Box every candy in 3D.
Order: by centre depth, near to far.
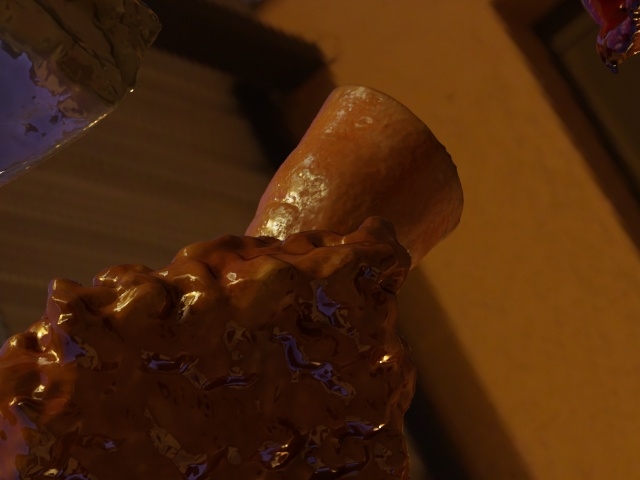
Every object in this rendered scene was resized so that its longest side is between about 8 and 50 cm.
[{"bbox_3d":[-0.204,-0.115,0.885,0.185,0.195,0.137,52,-150,-20],"label":"candy"}]

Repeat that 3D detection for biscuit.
[{"bbox_3d":[-0.072,0.153,1.184,0.318,0.312,0.110,-11,-160,-20],"label":"biscuit"}]

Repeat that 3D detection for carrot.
[{"bbox_3d":[0.000,0.000,1.460,0.159,0.159,0.225,47,-116,-9],"label":"carrot"}]

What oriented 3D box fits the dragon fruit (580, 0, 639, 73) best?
[{"bbox_3d":[0.177,-0.148,0.811,0.161,0.127,0.120,-101,-11,-50],"label":"dragon fruit"}]
